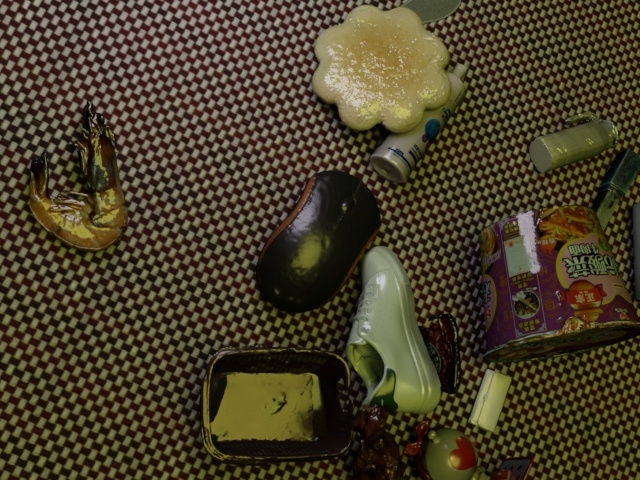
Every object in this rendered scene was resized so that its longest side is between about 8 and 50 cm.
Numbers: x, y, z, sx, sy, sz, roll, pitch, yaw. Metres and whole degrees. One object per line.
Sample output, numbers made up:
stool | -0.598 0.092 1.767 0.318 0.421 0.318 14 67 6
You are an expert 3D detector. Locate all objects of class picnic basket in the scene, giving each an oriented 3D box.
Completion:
picnic basket | -0.094 0.312 1.755 0.296 0.129 0.223 3 78 -18

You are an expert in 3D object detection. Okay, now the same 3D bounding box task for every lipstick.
lipstick | 0.643 -0.069 2.102 0.051 0.051 0.312 35 74 -10

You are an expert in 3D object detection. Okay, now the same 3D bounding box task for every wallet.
wallet | 0.360 0.339 1.953 0.061 0.025 0.122 24 75 -6

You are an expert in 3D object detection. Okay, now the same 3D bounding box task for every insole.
insole | 0.221 -0.513 2.063 0.232 0.003 0.080 -30 91 -20

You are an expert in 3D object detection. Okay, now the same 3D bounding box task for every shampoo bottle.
shampoo bottle | 0.225 -0.262 1.976 0.092 0.092 0.303 40 71 -8

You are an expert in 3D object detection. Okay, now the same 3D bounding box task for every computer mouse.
computer mouse | 0.002 0.000 1.849 0.183 0.116 0.323 37 72 -12

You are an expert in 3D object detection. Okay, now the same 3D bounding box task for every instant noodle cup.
instant noodle cup | 0.474 0.089 1.888 0.339 0.340 0.266 -3 74 -18

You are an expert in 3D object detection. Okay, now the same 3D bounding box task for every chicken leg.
chicken leg | 0.105 0.389 1.745 0.093 0.304 0.113 29 59 27

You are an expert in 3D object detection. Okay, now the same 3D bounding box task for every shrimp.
shrimp | -0.467 -0.120 1.746 0.178 0.075 0.290 -10 97 -17

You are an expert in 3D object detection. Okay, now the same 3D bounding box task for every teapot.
teapot | 0.572 -0.231 2.095 0.200 0.077 0.107 -17 67 -20

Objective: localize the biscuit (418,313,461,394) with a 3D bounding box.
biscuit | 0.225 0.230 1.821 0.063 0.235 0.151 -12 81 -12

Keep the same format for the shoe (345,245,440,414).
shoe | 0.105 0.172 1.795 0.160 0.132 0.363 1 55 -26

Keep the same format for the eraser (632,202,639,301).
eraser | 0.801 0.033 2.119 0.174 0.081 0.227 6 78 -21

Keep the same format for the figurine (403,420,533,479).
figurine | 0.270 0.457 1.846 0.226 0.160 0.183 33 72 -3

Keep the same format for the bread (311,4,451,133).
bread | 0.128 -0.367 1.940 0.315 0.054 0.316 1 68 -3
